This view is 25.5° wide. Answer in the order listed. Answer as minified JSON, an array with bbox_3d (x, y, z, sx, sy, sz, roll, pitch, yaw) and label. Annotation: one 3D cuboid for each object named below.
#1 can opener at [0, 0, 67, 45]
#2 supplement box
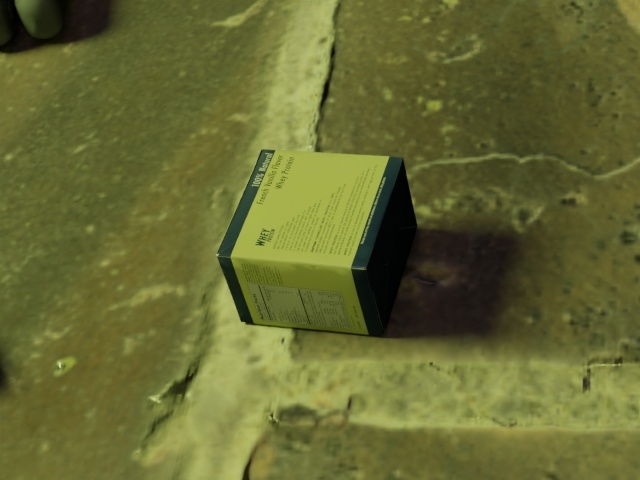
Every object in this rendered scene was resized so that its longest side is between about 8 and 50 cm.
[{"bbox_3d":[-0.224,-0.257,1.059,0.074,0.093,0.280,-9,50,6],"label":"can opener"},{"bbox_3d":[0.000,0.000,0.765,0.083,0.056,0.083,4,48,19],"label":"supplement box"}]
